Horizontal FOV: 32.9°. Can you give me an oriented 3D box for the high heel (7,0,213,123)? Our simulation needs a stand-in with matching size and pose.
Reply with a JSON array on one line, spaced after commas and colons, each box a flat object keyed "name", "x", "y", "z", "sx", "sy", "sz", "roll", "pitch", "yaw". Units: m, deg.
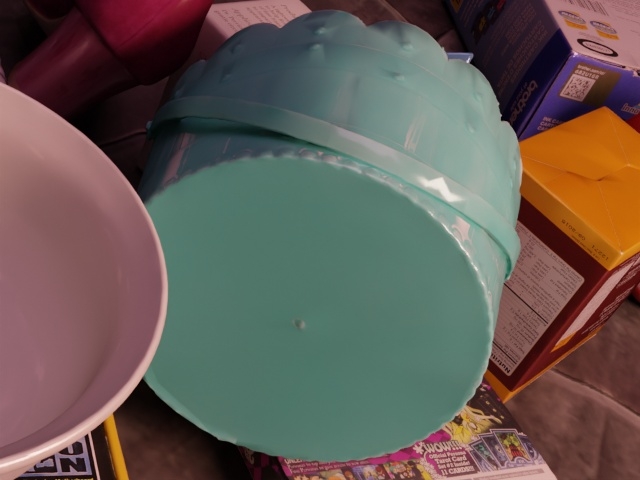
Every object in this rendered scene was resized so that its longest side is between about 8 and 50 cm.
[{"name": "high heel", "x": -0.163, "y": -0.213, "z": 0.940, "sx": 0.127, "sy": 0.181, "sz": 0.377, "roll": 50, "pitch": 10, "yaw": -30}]

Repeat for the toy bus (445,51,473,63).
[{"name": "toy bus", "x": 0.053, "y": -0.105, "z": 1.067, "sx": 0.191, "sy": 0.202, "sz": 0.104, "roll": 18, "pitch": 7, "yaw": -4}]

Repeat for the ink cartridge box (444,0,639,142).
[{"name": "ink cartridge box", "x": 0.344, "y": -0.228, "z": 1.365, "sx": 0.270, "sy": 0.151, "sz": 0.395, "roll": 10, "pitch": 40, "yaw": -23}]

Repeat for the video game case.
[{"name": "video game case", "x": 0.063, "y": 0.171, "z": 0.798, "sx": 0.232, "sy": 0.042, "sz": 0.210, "roll": 0, "pitch": 41, "yaw": -33}]

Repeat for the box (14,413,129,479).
[{"name": "box", "x": -0.284, "y": 0.113, "z": 0.623, "sx": 0.322, "sy": 0.079, "sz": 0.257, "roll": 4, "pitch": 46, "yaw": -30}]

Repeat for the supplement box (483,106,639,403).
[{"name": "supplement box", "x": 0.208, "y": 0.010, "z": 0.964, "sx": 0.129, "sy": 0.194, "sz": 0.191, "roll": 45, "pitch": 40, "yaw": 20}]

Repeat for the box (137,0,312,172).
[{"name": "box", "x": -0.040, "y": -0.081, "z": 0.920, "sx": 0.119, "sy": 0.182, "sz": 0.181, "roll": -17, "pitch": 56, "yaw": -43}]

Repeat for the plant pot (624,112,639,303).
[{"name": "plant pot", "x": 0.387, "y": -0.024, "z": 1.132, "sx": 0.191, "sy": 0.191, "sz": 0.174, "roll": 16, "pitch": 45, "yaw": -17}]

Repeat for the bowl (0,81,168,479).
[{"name": "bowl", "x": -0.242, "y": 0.036, "z": 0.567, "sx": 0.298, "sy": 0.134, "sz": 0.298, "roll": 19, "pitch": 38, "yaw": -15}]

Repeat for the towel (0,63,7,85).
[{"name": "towel", "x": -0.370, "y": -0.093, "z": 0.773, "sx": 0.284, "sy": 0.121, "sz": 0.235, "roll": 4, "pitch": 39, "yaw": -32}]

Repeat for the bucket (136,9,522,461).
[{"name": "bucket", "x": 0.000, "y": 0.000, "z": 0.728, "sx": 0.281, "sy": 0.281, "sz": 0.183, "roll": 24, "pitch": 35, "yaw": -7}]
